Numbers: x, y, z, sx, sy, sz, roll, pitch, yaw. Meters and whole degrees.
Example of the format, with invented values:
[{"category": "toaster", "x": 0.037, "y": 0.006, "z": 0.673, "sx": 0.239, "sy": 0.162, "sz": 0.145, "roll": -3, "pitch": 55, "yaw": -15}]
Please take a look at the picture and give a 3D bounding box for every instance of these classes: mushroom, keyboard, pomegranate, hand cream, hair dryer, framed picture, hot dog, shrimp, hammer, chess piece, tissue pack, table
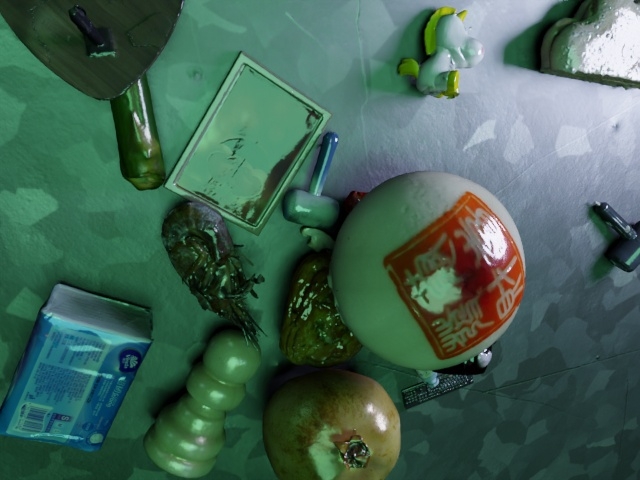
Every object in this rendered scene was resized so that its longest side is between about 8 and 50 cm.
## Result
[{"category": "mushroom", "x": 0.000, "y": 0.000, "z": 1.086, "sx": 0.101, "sy": 0.019, "sz": 0.049, "roll": 38, "pitch": 98, "yaw": -25}, {"category": "keyboard", "x": 0.306, "y": 0.381, "z": 1.325, "sx": 0.198, "sy": 0.010, "sz": 0.063, "roll": -18, "pitch": 112, "yaw": -9}, {"category": "pomegranate", "x": 0.024, "y": 0.419, "z": 1.090, "sx": 0.319, "sy": 0.319, "sz": 0.319, "roll": -6, "pitch": 111, "yaw": -14}, {"category": "hand cream", "x": 0.244, "y": 0.294, "z": 1.255, "sx": 0.065, "sy": 0.043, "sz": 0.170, "roll": -32, "pitch": 113, "yaw": -3}, {"category": "hair dryer", "x": 0.746, "y": -0.026, "z": 1.276, "sx": 0.219, "sy": 0.071, "sz": 0.124, "roll": 39, "pitch": 96, "yaw": -18}, {"category": "framed picture", "x": -0.136, "y": -0.176, "z": 0.982, "sx": 0.211, "sy": 0.020, "sz": 0.289, "roll": 29, "pitch": 99, "yaw": -24}, {"category": "hot dog", "x": 0.007, "y": 0.167, "z": 1.087, "sx": 0.196, "sy": 0.122, "sz": 0.272, "roll": 7, "pitch": 111, "yaw": -21}, {"category": "shrimp", "x": -0.187, "y": 0.076, "z": 1.005, "sx": 0.145, "sy": 0.116, "sz": 0.343, "roll": -28, "pitch": 110, "yaw": -1}, {"category": "hammer", "x": -0.001, "y": -0.121, "z": 1.018, "sx": 0.116, "sy": 0.069, "sz": 0.193, "roll": 13, "pitch": 101, "yaw": -19}, {"category": "chess piece", "x": -0.227, "y": 0.328, "z": 1.076, "sx": 0.167, "sy": 0.167, "sz": 0.299, "roll": 30, "pitch": 95, "yaw": -24}, {"category": "tissue pack", "x": -0.464, "y": 0.243, "z": 0.971, "sx": 0.198, "sy": 0.146, "sz": 0.263, "roll": 23, "pitch": 101, "yaw": -24}, {"category": "table", "x": -0.317, "y": -0.406, "z": 0.676, "sx": 0.318, "sy": 0.249, "sz": 0.317, "roll": 0, "pitch": 90, "yaw": -12}]

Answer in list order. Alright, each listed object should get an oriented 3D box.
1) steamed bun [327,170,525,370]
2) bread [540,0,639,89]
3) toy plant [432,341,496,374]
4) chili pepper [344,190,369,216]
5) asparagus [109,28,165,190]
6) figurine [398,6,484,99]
[{"category": "steamed bun", "x": 0.209, "y": 0.054, "z": 0.929, "sx": 0.375, "sy": 0.241, "sz": 0.374, "roll": 1, "pitch": 88, "yaw": -15}, {"category": "bread", "x": 0.624, "y": -0.417, "z": 1.068, "sx": 0.338, "sy": 0.102, "sz": 0.183, "roll": 2, "pitch": 110, "yaw": -18}, {"category": "toy plant", "x": 0.308, "y": 0.186, "z": 1.178, "sx": 0.218, "sy": 0.175, "sz": 0.235, "roll": 4, "pitch": 81, "yaw": -25}, {"category": "chili pepper", "x": 0.158, "y": -0.022, "z": 1.082, "sx": 0.144, "sy": 0.136, "sz": 0.252, "roll": -32, "pitch": 110, "yaw": 27}, {"category": "asparagus", "x": -0.323, "y": -0.242, "z": 0.869, "sx": 0.082, "sy": 0.085, "sz": 0.342, "roll": 2, "pitch": 114, "yaw": 8}, {"category": "figurine", "x": 0.245, "y": -0.365, "z": 0.988, "sx": 0.130, "sy": 0.109, "sz": 0.178, "roll": 33, "pitch": 95, "yaw": -2}]
